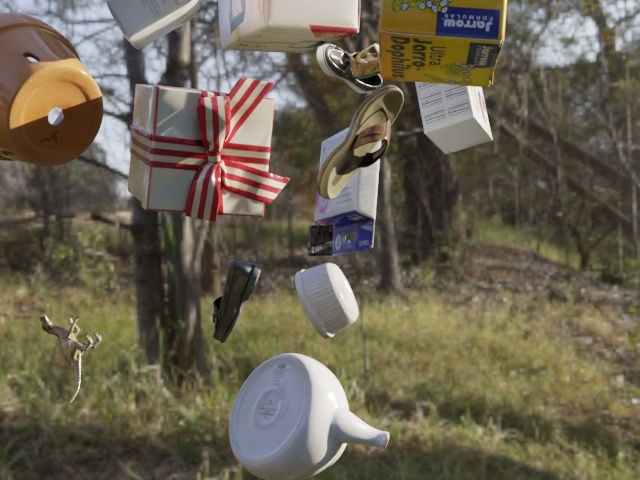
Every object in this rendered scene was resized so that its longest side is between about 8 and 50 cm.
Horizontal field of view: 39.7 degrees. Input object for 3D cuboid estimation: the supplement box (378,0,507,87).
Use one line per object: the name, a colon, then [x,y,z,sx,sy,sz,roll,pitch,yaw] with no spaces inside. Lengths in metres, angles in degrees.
supplement box: [0.209,-0.459,1.459,0.195,0.357,0.194,5,-12,6]

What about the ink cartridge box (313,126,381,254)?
ink cartridge box: [0.066,-0.134,2.395,0.071,0.330,0.324,8,-8,-19]

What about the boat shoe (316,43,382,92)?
boat shoe: [0.080,-0.437,2.250,0.076,0.080,0.228,-3,-20,36]

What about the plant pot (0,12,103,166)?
plant pot: [-0.555,-0.271,1.709,0.203,0.291,0.290,30,18,37]

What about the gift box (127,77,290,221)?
gift box: [-0.210,-0.182,1.680,0.276,0.255,0.258,-2,13,-21]

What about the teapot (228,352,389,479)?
teapot: [-0.038,0.346,1.659,0.187,0.252,0.256,35,15,-37]

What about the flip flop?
flip flop: [0.094,-0.196,1.834,0.080,0.277,0.112,29,-12,34]

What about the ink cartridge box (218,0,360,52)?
ink cartridge box: [-0.076,-0.505,1.975,0.226,0.131,0.306,-3,2,-23]

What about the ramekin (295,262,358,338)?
ramekin: [0.023,0.162,2.490,0.109,0.207,0.207,-25,-8,12]

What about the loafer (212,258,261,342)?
loafer: [-0.231,0.148,2.250,0.084,0.268,0.096,23,35,-9]

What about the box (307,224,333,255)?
box: [0.000,0.000,2.409,0.067,0.083,0.018,-2,7,-25]

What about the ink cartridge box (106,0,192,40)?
ink cartridge box: [-0.236,-0.521,1.793,0.384,0.091,0.308,-29,10,-3]

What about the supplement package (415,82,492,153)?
supplement package: [0.375,-0.384,2.508,0.149,0.203,0.194,-16,-19,22]

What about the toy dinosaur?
toy dinosaur: [-0.439,0.198,1.587,0.092,0.183,0.053,-38,-28,8]

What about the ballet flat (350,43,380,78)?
ballet flat: [0.142,-0.404,1.959,0.206,0.067,0.073,-4,29,43]
